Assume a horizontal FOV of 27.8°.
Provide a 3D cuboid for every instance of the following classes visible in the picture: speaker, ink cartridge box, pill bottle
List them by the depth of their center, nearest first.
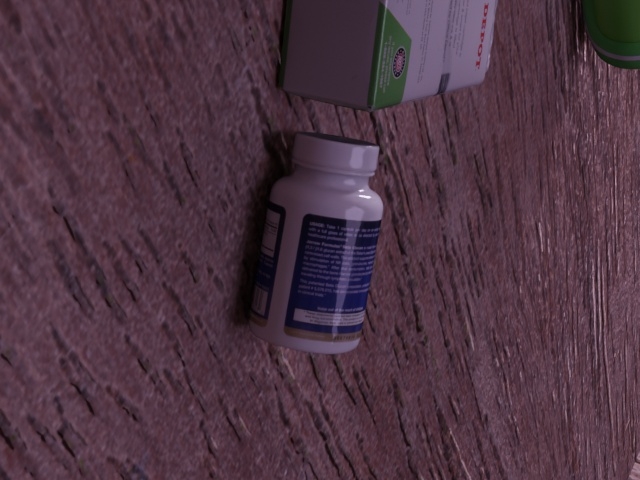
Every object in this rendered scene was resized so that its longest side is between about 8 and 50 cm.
[{"bbox_3d":[0.000,0.000,1.055,0.094,0.094,0.169,-8,110,-61],"label":"pill bottle"},{"bbox_3d":[0.066,-0.204,1.080,0.219,0.093,0.160,-21,121,-58],"label":"ink cartridge box"},{"bbox_3d":[0.369,-0.346,1.546,0.131,0.131,0.296,-60,149,-28],"label":"speaker"}]
